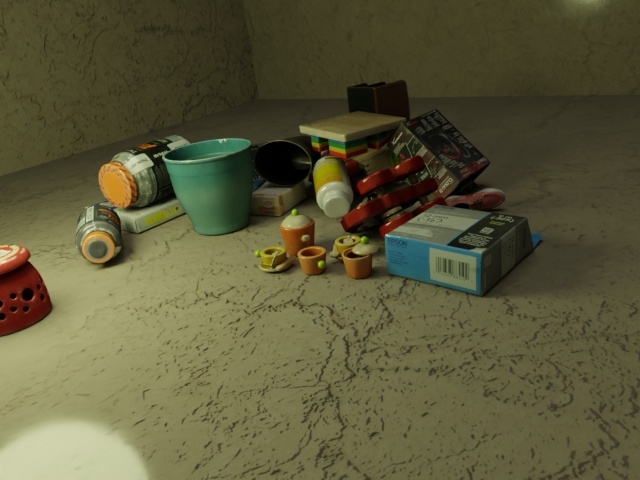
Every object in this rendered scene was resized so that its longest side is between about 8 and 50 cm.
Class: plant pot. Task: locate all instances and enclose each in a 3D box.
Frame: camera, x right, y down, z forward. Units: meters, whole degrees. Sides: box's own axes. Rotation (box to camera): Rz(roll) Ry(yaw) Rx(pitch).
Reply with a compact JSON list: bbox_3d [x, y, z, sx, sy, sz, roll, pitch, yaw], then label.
[{"bbox_3d":[-0.332,-0.163,1.826,0.271,0.255,0.272,-6,22,2],"label":"plant pot"},{"bbox_3d":[-0.771,0.113,1.405,0.191,0.174,0.191,-8,20,3],"label":"plant pot"}]

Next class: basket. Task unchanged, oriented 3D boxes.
[{"bbox_3d":[-0.090,-0.287,2.022,0.204,0.154,0.227,6,19,18],"label":"basket"}]

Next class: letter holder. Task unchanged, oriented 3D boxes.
[{"bbox_3d":[0.246,-0.491,2.382,0.214,0.302,0.152,-25,27,-37],"label":"letter holder"}]

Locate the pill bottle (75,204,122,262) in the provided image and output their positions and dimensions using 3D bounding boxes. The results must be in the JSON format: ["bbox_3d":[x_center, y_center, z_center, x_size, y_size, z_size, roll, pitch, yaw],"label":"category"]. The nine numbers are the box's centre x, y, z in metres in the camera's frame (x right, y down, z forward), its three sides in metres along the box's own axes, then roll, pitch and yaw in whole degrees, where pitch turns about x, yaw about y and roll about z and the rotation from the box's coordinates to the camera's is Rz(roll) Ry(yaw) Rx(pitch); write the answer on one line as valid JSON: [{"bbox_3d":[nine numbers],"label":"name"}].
[{"bbox_3d":[-0.659,-0.014,1.734,0.130,0.130,0.245,-14,24,-15],"label":"pill bottle"}]

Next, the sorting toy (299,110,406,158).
[{"bbox_3d":[0.108,-0.349,1.928,0.255,0.089,0.257,-20,26,-29],"label":"sorting toy"}]

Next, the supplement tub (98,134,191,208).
[{"bbox_3d":[-0.580,-0.233,1.990,0.193,0.194,0.316,7,26,31],"label":"supplement tub"}]

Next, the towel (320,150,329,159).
[{"bbox_3d":[-0.120,-0.388,2.605,0.329,0.037,0.237,3,25,25],"label":"towel"}]

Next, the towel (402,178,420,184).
[{"bbox_3d":[0.364,-0.214,2.028,0.110,0.027,0.148,-19,24,-27],"label":"towel"}]

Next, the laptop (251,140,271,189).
[{"bbox_3d":[-0.249,-0.264,2.202,0.234,0.264,0.136,-14,-14,-17],"label":"laptop"}]

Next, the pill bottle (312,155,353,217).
[{"bbox_3d":[0.040,-0.168,1.861,0.117,0.117,0.215,-8,41,-1],"label":"pill bottle"}]

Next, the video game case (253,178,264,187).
[{"bbox_3d":[-0.283,-0.157,2.012,0.166,0.015,0.119,-26,9,24],"label":"video game case"}]

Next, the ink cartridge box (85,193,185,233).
[{"bbox_3d":[-0.620,-0.123,2.079,0.303,0.072,0.307,9,25,38],"label":"ink cartridge box"}]

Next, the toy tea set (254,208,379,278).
[{"bbox_3d":[0.000,0.000,1.490,0.336,0.124,0.200,4,24,26],"label":"toy tea set"}]

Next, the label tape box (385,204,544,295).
[{"bbox_3d":[0.356,-0.008,1.413,0.249,0.115,0.347,12,31,40],"label":"label tape box"}]

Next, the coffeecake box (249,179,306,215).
[{"bbox_3d":[-0.155,-0.148,1.980,0.142,0.068,0.185,5,25,27],"label":"coffeecake box"}]

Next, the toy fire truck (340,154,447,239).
[{"bbox_3d":[0.182,-0.092,1.623,0.302,0.169,0.254,-24,-6,-32],"label":"toy fire truck"}]

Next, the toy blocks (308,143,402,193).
[{"bbox_3d":[0.111,-0.263,2.081,0.261,0.191,0.381,-28,27,-16],"label":"toy blocks"}]

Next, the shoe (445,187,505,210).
[{"bbox_3d":[0.447,-0.102,1.687,0.178,0.064,0.081,-8,23,14],"label":"shoe"}]

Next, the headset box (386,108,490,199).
[{"bbox_3d":[0.393,-0.269,1.886,0.293,0.110,0.218,48,46,12],"label":"headset box"}]
